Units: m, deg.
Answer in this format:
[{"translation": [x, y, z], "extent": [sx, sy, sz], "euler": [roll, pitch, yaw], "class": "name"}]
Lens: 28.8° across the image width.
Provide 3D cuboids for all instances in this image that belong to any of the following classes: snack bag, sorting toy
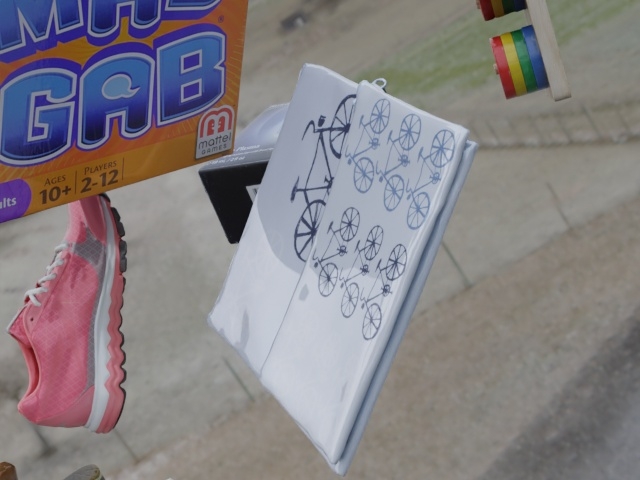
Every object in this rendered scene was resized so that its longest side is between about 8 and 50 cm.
[{"translation": [0.000, 0.000, 1.181], "extent": [0.342, 0.037, 0.323], "euler": [40, 113, 57], "class": "snack bag"}, {"translation": [0.268, -0.315, 1.743], "extent": [0.089, 0.257, 0.255], "euler": [-15, 5, 10], "class": "sorting toy"}]

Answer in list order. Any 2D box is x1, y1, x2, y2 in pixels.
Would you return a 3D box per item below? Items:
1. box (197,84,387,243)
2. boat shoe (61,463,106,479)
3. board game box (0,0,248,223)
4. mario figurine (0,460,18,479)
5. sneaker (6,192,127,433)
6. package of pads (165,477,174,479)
[{"translation": [-0.029, -0.151, 2.456], "extent": [0.296, 0.183, 0.294], "euler": [-6, 27, 35], "class": "box"}, {"translation": [-0.374, 0.379, 1.780], "extent": [0.152, 0.049, 0.056], "euler": [-30, 29, 0], "class": "boat shoe"}, {"translation": [-0.323, -0.279, 1.339], "extent": [0.356, 0.357, 0.356], "euler": [-21, 42, -39], "class": "board game box"}, {"translation": [-0.219, 0.308, 1.228], "extent": [0.170, 0.320, 0.198], "euler": [71, -141, -69], "class": "mario figurine"}, {"translation": [-0.308, 0.076, 1.501], "extent": [0.136, 0.314, 0.116], "euler": [1, -10, -21], "class": "sneaker"}, {"translation": [-0.142, 0.473, 1.584], "extent": [0.101, 0.229, 0.297], "euler": [-40, 27, 19], "class": "package of pads"}]
